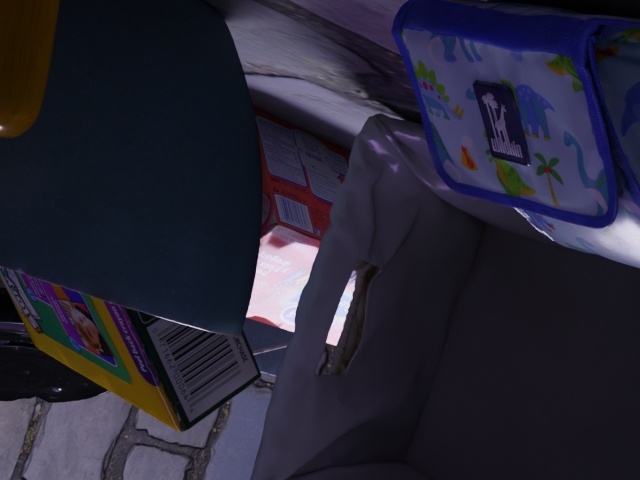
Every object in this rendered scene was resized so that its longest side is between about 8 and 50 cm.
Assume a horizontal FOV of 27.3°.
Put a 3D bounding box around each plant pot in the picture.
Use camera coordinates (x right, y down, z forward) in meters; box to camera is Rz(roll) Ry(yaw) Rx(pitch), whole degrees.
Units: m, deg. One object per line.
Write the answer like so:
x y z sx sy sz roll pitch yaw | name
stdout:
-0.158 -0.076 0.861 0.290 0.195 0.290 19 178 1 | plant pot

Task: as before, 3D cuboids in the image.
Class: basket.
0.172 0.111 1.033 0.331 0.328 0.266 18 -178 24 | basket

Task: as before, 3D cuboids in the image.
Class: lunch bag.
0.115 -0.050 0.563 0.151 0.096 0.129 38 171 -33 | lunch bag

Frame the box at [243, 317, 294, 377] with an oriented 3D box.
-0.194 0.006 2.025 0.212 0.293 0.395 21 178 -36 | box

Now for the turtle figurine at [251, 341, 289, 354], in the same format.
0.064 0.032 1.676 0.274 0.198 0.266 -13 172 35 | turtle figurine

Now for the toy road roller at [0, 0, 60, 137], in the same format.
-0.207 -0.118 0.388 0.240 0.202 0.329 7 -177 -1 | toy road roller

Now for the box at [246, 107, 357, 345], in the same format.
0.000 0.000 1.373 0.142 0.154 0.300 -36 142 31 | box

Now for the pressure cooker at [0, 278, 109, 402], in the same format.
-0.393 -0.029 1.718 0.375 0.420 0.370 -2 156 3 | pressure cooker

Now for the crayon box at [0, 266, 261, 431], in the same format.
-0.235 -0.032 1.229 0.313 0.106 0.363 19 136 52 | crayon box
